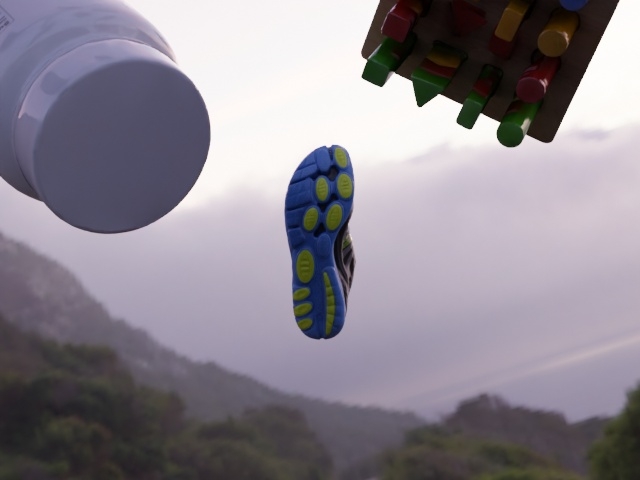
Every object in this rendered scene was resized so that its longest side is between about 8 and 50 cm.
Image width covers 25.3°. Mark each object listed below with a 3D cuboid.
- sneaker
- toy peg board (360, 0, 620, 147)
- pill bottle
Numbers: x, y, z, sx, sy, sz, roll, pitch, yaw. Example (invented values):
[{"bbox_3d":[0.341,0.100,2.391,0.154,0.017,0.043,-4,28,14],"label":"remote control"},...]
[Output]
[{"bbox_3d":[0.000,0.000,1.381,0.067,0.188,0.078,1,6,4],"label":"sneaker"},{"bbox_3d":[0.116,-0.154,1.012,0.079,0.161,0.161,-56,-10,-54],"label":"toy peg board"},{"bbox_3d":[-0.202,-0.124,1.090,0.160,0.160,0.283,-14,33,-26],"label":"pill bottle"}]
